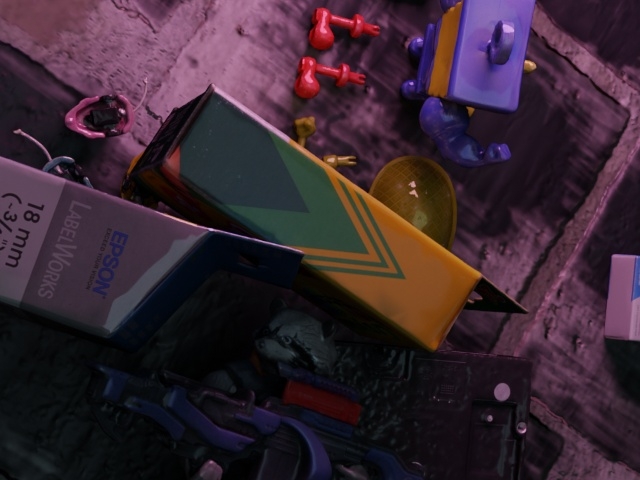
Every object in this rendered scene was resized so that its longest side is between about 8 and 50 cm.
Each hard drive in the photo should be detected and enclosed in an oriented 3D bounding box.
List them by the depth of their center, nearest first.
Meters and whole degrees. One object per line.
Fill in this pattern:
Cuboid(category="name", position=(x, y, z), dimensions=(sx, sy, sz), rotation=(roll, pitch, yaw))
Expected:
Cuboid(category="hard drive", position=(0.073, 0.269, 1.302), dimensions=(0.237, 0.064, 0.339), rotation=(6, 87, -19))

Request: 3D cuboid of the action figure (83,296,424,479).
Cuboid(category="action figure", position=(-0.103, 0.191, 1.150), dimensions=(0.341, 0.178, 0.330), rotation=(34, 87, -33))

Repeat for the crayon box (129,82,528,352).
Cuboid(category="crayon box", position=(0.000, 0.000, 1.157), dimensions=(0.318, 0.202, 0.081), rotation=(34, 81, -12))

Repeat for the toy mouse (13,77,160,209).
Cuboid(category="toy mouse", position=(-0.206, -0.076, 1.219), dimensions=(0.143, 0.031, 0.161), rotation=(13, 85, -19))

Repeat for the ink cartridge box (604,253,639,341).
Cuboid(category="ink cartridge box", position=(0.362, 0.064, 1.411), dimensions=(0.122, 0.052, 0.088), rotation=(6, 88, -21))

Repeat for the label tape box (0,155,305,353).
Cuboid(category="label tape box", position=(-0.191, 0.020, 1.068), dimensions=(0.333, 0.240, 0.106), rotation=(19, 82, -1))

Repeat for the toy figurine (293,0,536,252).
Cuboid(category="toy figurine", position=(0.100, -0.145, 1.231), dimensions=(0.191, 0.217, 0.363), rotation=(14, 85, -19))
